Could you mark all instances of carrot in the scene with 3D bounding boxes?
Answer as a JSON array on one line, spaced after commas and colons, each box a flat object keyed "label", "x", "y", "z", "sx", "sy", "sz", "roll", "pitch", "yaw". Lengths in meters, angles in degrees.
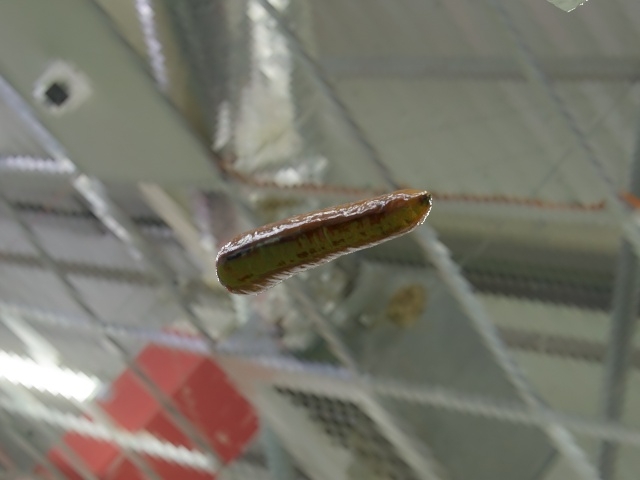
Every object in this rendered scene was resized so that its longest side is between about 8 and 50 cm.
[{"label": "carrot", "x": 0.000, "y": 0.000, "z": 1.099, "sx": 0.037, "sy": 0.037, "sz": 0.190, "roll": 48, "pitch": -33, "yaw": -16}]

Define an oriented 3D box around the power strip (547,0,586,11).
[{"label": "power strip", "x": 0.178, "y": -0.286, "z": 1.828, "sx": 0.106, "sy": 0.043, "sz": 0.367, "roll": 63, "pitch": 18, "yaw": 13}]
